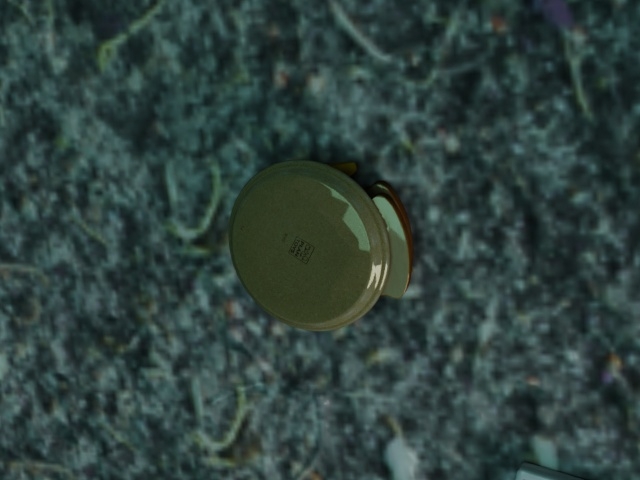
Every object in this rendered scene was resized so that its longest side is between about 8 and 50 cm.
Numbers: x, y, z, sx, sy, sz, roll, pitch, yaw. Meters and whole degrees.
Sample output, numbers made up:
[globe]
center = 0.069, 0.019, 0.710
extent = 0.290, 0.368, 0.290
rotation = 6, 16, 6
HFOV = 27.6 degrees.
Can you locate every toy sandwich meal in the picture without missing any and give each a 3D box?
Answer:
[toy sandwich meal]
center = 0.000, 0.000, 0.570
extent = 0.085, 0.029, 0.085
rotation = 7, 108, 24

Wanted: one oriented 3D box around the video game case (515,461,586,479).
[video game case]
center = 0.118, 0.166, 0.574
extent = 0.087, 0.011, 0.122
rotation = 14, 108, 17
